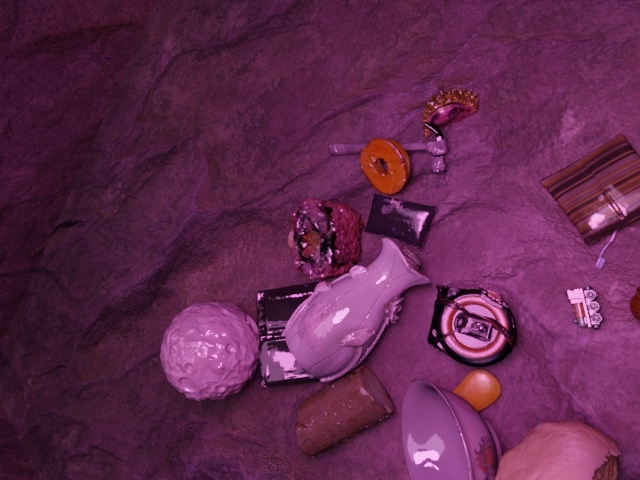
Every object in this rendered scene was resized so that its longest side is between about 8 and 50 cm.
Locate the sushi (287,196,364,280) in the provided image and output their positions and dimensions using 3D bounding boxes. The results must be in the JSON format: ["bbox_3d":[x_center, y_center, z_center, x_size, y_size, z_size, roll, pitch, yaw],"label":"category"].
[{"bbox_3d":[0.000,0.000,1.363,0.237,0.171,0.269,3,88,31],"label":"sushi"}]

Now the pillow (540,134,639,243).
[{"bbox_3d":[0.697,-0.126,1.028,0.208,0.052,0.212,-34,60,24],"label":"pillow"}]

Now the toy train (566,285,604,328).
[{"bbox_3d":[0.645,0.164,1.020,0.064,0.044,0.103,-15,72,32],"label":"toy train"}]

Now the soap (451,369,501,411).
[{"bbox_3d":[0.405,0.421,1.125,0.089,0.033,0.168,46,107,28],"label":"soap"}]

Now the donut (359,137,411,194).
[{"bbox_3d":[0.207,-0.234,1.300,0.162,0.065,0.178,-30,91,50],"label":"donut"}]

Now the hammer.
[{"bbox_3d":[0.198,-0.289,1.350,0.427,0.044,0.152,5,115,38],"label":"hammer"}]

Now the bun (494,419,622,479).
[{"bbox_3d":[0.484,0.552,0.890,0.202,0.364,0.363,14,89,44],"label":"bun"}]

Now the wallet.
[{"bbox_3d":[-0.091,0.306,1.383,0.247,0.041,0.322,-9,69,4],"label":"wallet"}]

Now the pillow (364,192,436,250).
[{"bbox_3d":[0.240,-0.065,1.295,0.209,0.055,0.141,21,99,33],"label":"pillow"}]

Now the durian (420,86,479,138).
[{"bbox_3d":[0.367,-0.409,1.246,0.187,0.108,0.118,-24,70,26],"label":"durian"}]

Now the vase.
[{"bbox_3d":[0.106,0.190,1.222,0.445,0.250,0.250,-45,62,9],"label":"vase"}]

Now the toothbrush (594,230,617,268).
[{"bbox_3d":[0.721,-0.018,1.021,0.019,0.013,0.193,27,96,25],"label":"toothbrush"}]

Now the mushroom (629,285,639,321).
[{"bbox_3d":[0.761,0.140,0.927,0.126,0.085,0.109,-45,63,23],"label":"mushroom"}]

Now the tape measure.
[{"bbox_3d":[0.398,0.226,1.103,0.223,0.135,0.202,11,79,27],"label":"tape measure"}]

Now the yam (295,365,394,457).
[{"bbox_3d":[0.059,0.506,1.246,0.304,0.168,0.168,-37,65,20],"label":"yam"}]

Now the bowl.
[{"bbox_3d":[0.340,0.519,1.043,0.157,0.345,0.345,1,79,-14],"label":"bowl"}]

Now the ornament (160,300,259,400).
[{"bbox_3d":[-0.359,0.363,1.427,0.337,0.337,0.336,-6,79,30],"label":"ornament"}]
